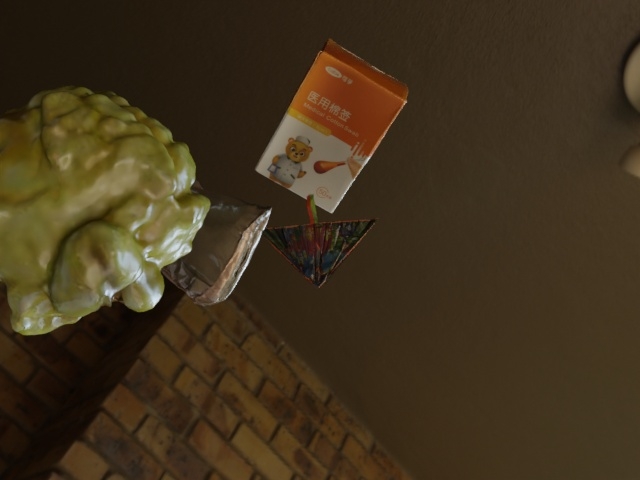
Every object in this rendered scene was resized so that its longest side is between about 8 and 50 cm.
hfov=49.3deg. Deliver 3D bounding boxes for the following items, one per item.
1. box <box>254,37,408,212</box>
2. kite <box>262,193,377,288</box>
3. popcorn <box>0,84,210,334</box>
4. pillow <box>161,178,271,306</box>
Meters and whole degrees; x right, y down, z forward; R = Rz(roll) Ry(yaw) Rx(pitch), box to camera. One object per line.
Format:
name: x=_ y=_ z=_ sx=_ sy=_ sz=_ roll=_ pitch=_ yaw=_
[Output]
box: x=0.025 y=-0.269 z=1.638 sx=0.225 sy=0.143 sz=0.341 roll=29 pitch=-61 yaw=-9
kite: x=0.000 y=0.000 z=1.336 sx=0.241 sy=0.014 sz=0.183 roll=-10 pitch=-95 yaw=20
popcorn: x=-0.237 y=-0.040 z=0.694 sx=0.256 sy=0.255 sz=0.195 roll=-2 pitch=-14 yaw=-20
pillow: x=-0.187 y=-0.016 z=1.027 sx=0.270 sy=0.067 sz=0.173 roll=31 pitch=-84 yaw=45
